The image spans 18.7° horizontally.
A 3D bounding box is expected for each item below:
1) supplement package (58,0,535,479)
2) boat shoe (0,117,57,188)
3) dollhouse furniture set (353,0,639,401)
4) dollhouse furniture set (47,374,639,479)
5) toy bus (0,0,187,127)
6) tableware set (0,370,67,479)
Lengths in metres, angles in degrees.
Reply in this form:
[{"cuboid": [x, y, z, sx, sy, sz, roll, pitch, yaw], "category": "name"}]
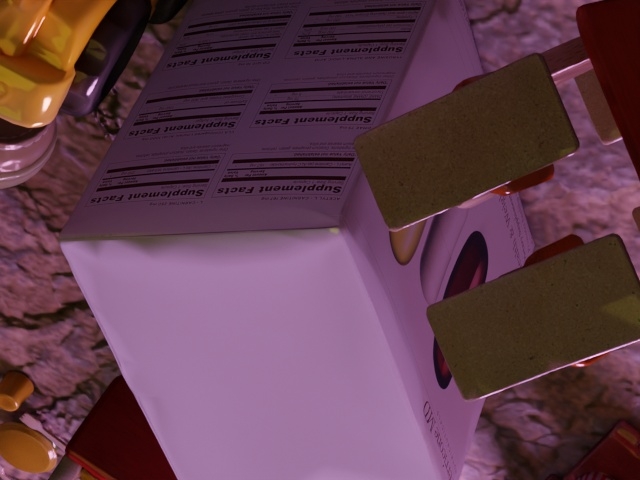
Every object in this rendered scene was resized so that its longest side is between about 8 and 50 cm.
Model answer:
[{"cuboid": [0.000, 0.000, 0.991, 0.149, 0.203, 0.194, -2, 131, 25], "category": "supplement package"}, {"cuboid": [-0.260, -0.143, 1.037, 0.302, 0.109, 0.098, 39, 136, -8], "category": "boat shoe"}, {"cuboid": [0.135, -0.084, 0.837, 0.135, 0.262, 0.259, -24, 88, 35], "category": "dollhouse furniture set"}, {"cuboid": [0.049, 0.163, 1.141, 0.374, 0.201, 0.152, 36, 136, -4], "category": "dollhouse furniture set"}, {"cuboid": [-0.102, -0.187, 0.852, 0.149, 0.220, 0.211, 33, 130, -3], "category": "toy bus"}, {"cuboid": [-0.241, 0.135, 1.354, 0.104, 0.024, 0.154, 42, 135, -14], "category": "tableware set"}]
